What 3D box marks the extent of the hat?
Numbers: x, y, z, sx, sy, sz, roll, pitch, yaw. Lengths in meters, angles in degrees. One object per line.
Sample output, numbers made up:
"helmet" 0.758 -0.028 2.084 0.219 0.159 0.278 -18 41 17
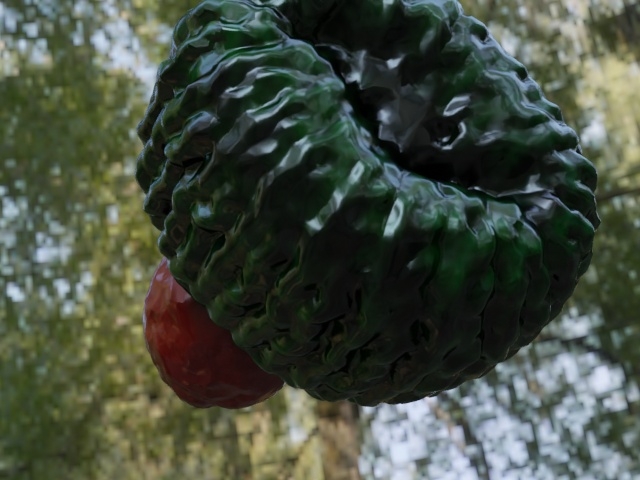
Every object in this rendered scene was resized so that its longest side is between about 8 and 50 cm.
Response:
"hat" 0.000 0.000 1.071 0.242 0.274 0.332 -22 -18 -34
